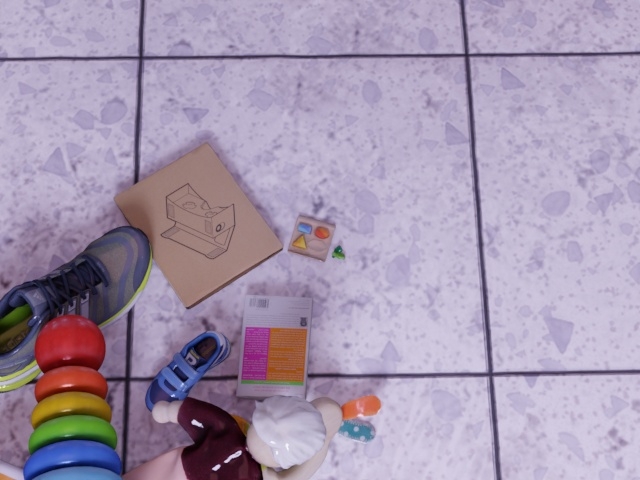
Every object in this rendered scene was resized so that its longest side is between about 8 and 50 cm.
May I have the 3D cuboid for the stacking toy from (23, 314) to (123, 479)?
[{"bbox_3d":[-0.305,0.238,1.279,0.141,0.141,0.330,-10,57,-5],"label":"stacking toy"}]

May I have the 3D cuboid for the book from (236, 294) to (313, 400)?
[{"bbox_3d":[-0.063,0.147,1.449,0.096,0.035,0.144,3,70,3],"label":"book"}]

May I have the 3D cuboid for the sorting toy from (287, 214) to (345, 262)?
[{"bbox_3d":[0.000,0.000,1.512,0.083,0.012,0.062,16,71,5],"label":"sorting toy"}]

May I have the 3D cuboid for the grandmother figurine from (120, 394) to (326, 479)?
[{"bbox_3d":[-0.145,0.286,1.293,0.342,0.104,0.208,-30,85,18],"label":"grandmother figurine"}]

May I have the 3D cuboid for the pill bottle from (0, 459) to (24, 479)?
[{"bbox_3d":[-0.411,0.390,1.309,0.121,0.121,0.216,21,72,6],"label":"pill bottle"}]

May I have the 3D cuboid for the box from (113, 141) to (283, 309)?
[{"bbox_3d":[-0.176,-0.024,1.513,0.164,0.021,0.201,-33,74,-12],"label":"box"}]

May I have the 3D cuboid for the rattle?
[{"bbox_3d":[-0.037,0.246,1.416,0.200,0.143,0.130,-31,106,-27],"label":"rattle"}]

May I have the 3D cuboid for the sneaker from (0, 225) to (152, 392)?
[{"bbox_3d":[-0.350,0.085,1.417,0.300,0.121,0.111,-43,77,-14],"label":"sneaker"}]

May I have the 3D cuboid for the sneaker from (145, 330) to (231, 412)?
[{"bbox_3d":[-0.183,0.174,1.422,0.053,0.059,0.144,41,76,10],"label":"sneaker"}]
